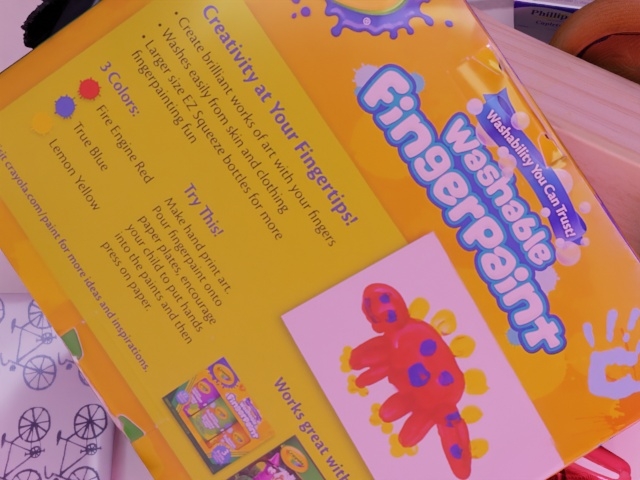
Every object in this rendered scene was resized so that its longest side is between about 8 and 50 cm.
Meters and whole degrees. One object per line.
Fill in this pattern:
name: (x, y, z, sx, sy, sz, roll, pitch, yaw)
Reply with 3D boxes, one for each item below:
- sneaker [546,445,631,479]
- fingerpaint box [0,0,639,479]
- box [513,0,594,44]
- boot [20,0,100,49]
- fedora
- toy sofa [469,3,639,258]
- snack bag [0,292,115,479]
sneaker: (0.175, 0.113, 1.126, 0.221, 0.087, 0.128, 28, 73, 16)
fingerpaint box: (0.000, 0.000, 0.997, 0.371, 0.163, 0.444, -35, 90, 8)
box: (0.255, -0.255, 1.289, 0.126, 0.072, 0.137, 10, 67, 11)
boot: (-0.217, -0.269, 1.328, 0.207, 0.094, 0.246, -56, 25, 10)
fedora: (0.295, -0.139, 1.211, 0.194, 0.194, 0.079, 27, 33, 17)
toy sofa: (0.195, -0.055, 1.160, 0.363, 0.150, 0.177, 27, 40, 17)
snack bag: (-0.344, 0.195, 1.177, 0.343, 0.037, 0.323, -1, 66, 6)
